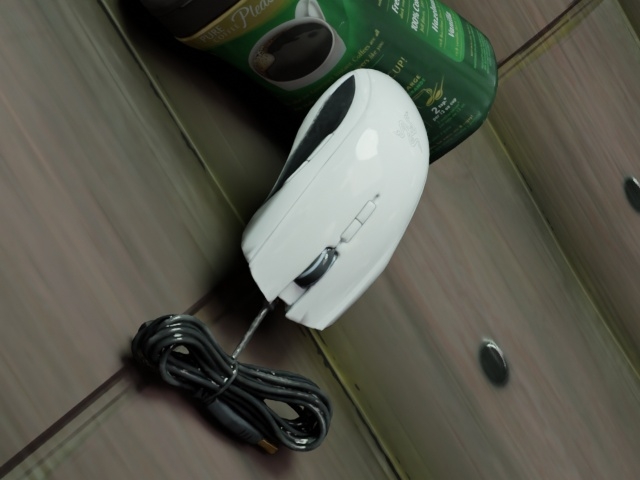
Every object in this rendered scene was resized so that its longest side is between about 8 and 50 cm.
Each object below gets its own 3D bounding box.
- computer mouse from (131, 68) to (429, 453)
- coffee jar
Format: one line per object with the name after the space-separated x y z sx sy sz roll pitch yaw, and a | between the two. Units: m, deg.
0.000 0.000 0.722 0.106 0.042 0.193 40 67 -27 | computer mouse
-0.002 -0.110 0.790 0.184 0.096 0.079 35 37 -33 | coffee jar
